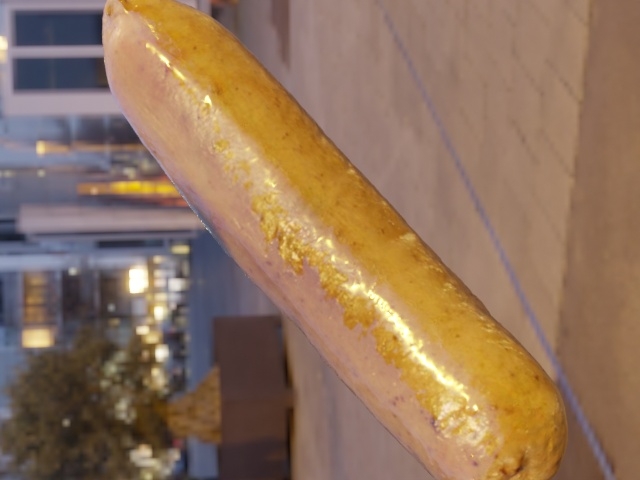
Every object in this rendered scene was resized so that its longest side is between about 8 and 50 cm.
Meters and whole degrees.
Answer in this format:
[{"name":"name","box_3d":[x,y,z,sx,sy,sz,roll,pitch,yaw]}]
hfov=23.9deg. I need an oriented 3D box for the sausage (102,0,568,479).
[{"name":"sausage","box_3d":[0.000,0.000,1.168,0.501,0.123,0.136,49,178,11]}]
